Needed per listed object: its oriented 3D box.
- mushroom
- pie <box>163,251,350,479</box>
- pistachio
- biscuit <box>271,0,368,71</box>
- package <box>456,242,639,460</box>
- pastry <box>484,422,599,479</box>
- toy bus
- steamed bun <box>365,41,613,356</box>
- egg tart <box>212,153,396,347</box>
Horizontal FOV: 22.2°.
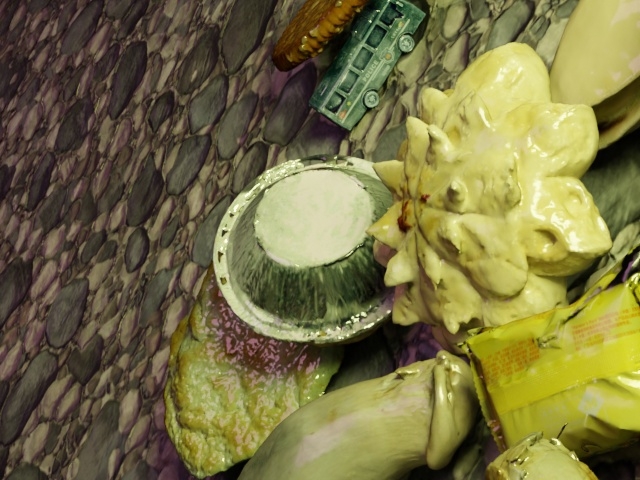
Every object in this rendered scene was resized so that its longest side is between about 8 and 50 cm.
[{"bbox_3d":[-0.004,0.251,1.523,0.397,0.126,0.177,-55,40,8],"label":"mushroom"},{"bbox_3d":[-0.075,0.121,1.763,0.274,0.105,0.257,-52,40,14],"label":"pie"},{"bbox_3d":[0.285,-0.183,1.458,0.223,0.126,0.152,-51,20,27],"label":"pistachio"},{"bbox_3d":[0.049,-0.315,1.937,0.305,0.038,0.305,-47,12,13],"label":"biscuit"},{"bbox_3d":[0.212,0.111,1.325,0.226,0.090,0.168,-27,73,41],"label":"package"},{"bbox_3d":[0.184,0.221,1.252,0.081,0.153,0.153,-22,27,-14],"label":"pastry"},{"bbox_3d":[0.054,-0.210,1.890,0.166,0.065,0.047,-58,31,3],"label":"toy bus"},{"bbox_3d":[0.134,-0.034,1.468,0.295,0.137,0.292,-139,58,-61],"label":"steamed bun"},{"bbox_3d":[0.000,0.000,1.665,0.234,0.094,0.234,-5,56,7],"label":"egg tart"}]
